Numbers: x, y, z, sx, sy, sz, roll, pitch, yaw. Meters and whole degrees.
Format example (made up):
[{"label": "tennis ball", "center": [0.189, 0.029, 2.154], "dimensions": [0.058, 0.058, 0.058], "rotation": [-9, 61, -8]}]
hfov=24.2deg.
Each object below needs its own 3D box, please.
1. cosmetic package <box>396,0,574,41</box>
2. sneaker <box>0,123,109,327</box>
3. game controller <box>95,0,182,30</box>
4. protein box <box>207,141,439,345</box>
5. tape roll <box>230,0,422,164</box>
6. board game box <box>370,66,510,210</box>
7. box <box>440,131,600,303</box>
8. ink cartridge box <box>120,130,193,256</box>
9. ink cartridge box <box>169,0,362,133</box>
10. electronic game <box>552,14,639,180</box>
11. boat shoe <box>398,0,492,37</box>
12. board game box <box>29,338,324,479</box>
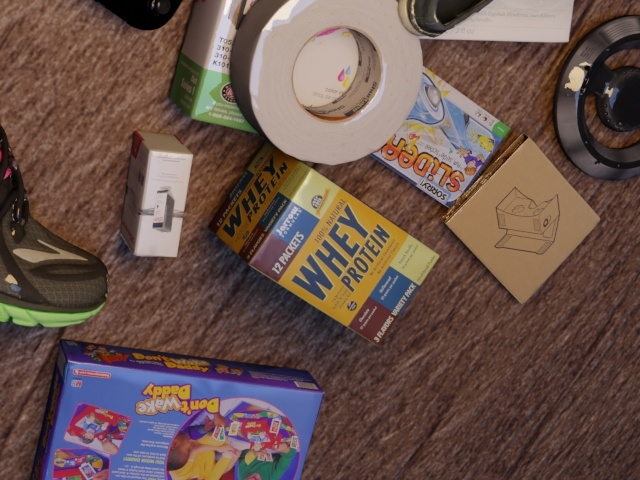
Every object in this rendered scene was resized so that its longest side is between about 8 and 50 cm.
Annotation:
[{"label": "cosmetic package", "center": [0.196, -0.368, 1.847], "dimensions": [0.224, 0.138, 0.224], "rotation": [-2, 107, -22]}, {"label": "sneaker", "center": [-0.422, -0.066, 1.726], "dimensions": [0.483, 0.185, 0.202], "rotation": [39, 97, -26]}, {"label": "game controller", "center": [-0.260, -0.378, 1.695], "dimensions": [0.319, 0.067, 0.166], "rotation": [35, 88, -40]}, {"label": "protein box", "center": [0.000, 0.000, 1.834], "dimensions": [0.201, 0.200, 0.136], "rotation": [33, 91, -23]}, {"label": "tape roll", "center": [0.008, -0.202, 1.751], "dimensions": [0.219, 0.072, 0.219], "rotation": [-7, 110, -20]}, {"label": "board game box", "center": [0.134, -0.147, 1.963], "dimensions": [0.201, 0.035, 0.136], "rotation": [31, 96, -25]}, {"label": "box", "center": [0.277, -0.029, 2.039], "dimensions": [0.164, 0.021, 0.201], "rotation": [-46, 125, 0]}, {"label": "ink cartridge box", "center": [-0.204, -0.057, 1.846], "dimensions": [0.056, 0.099, 0.135], "rotation": [4, 108, -21]}, {"label": "ink cartridge box", "center": [-0.045, -0.272, 1.815], "dimensions": [0.201, 0.117, 0.278], "rotation": [11, 104, -23]}, {"label": "electronic game", "center": [0.415, -0.193, 2.033], "dimensions": [0.229, 0.048, 0.229], "rotation": [-9, 111, -24]}, {"label": "boat shoe", "center": [0.197, -0.330, 1.725], "dimensions": [0.254, 0.079, 0.095], "rotation": [-40, 115, -16]}, {"label": "board game box", "center": [-0.193, 0.272, 1.973], "dimensions": [0.347, 0.078, 0.233], "rotation": [10, 105, -21]}]
